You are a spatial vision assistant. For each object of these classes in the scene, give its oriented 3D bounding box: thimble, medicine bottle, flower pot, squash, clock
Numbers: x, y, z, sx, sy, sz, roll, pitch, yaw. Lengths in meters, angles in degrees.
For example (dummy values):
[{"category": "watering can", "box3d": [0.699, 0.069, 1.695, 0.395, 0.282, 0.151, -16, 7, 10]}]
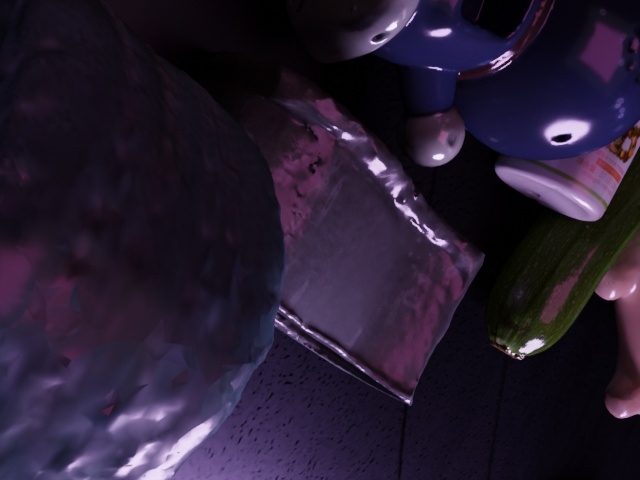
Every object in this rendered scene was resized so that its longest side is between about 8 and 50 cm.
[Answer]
[{"category": "thimble", "box3d": [-0.133, 0.018, 0.389, 0.143, 0.198, 0.235, 40, 74, -43]}, {"category": "medicine bottle", "box3d": [0.204, -0.112, 0.716, 0.086, 0.086, 0.183, 30, 87, -45]}, {"category": "flower pot", "box3d": [0.000, 0.000, 0.569, 0.229, 0.103, 0.108, 39, 80, -44]}, {"category": "squash", "box3d": [0.202, -0.002, 0.775, 0.219, 0.068, 0.077, -48, 116, -15]}, {"category": "clock", "box3d": [0.102, -0.135, 0.580, 0.243, 0.146, 0.199, 15, 93, -37]}]

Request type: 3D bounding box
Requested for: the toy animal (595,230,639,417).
[{"category": "toy animal", "box3d": [0.365, 0.083, 0.878, 0.269, 0.237, 0.326, -21, 120, -21]}]
